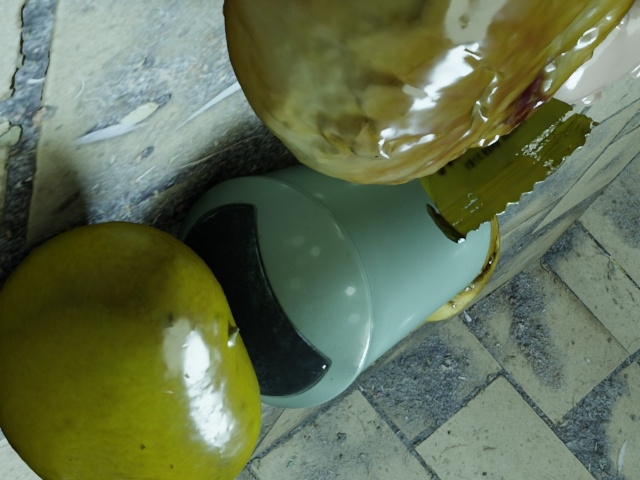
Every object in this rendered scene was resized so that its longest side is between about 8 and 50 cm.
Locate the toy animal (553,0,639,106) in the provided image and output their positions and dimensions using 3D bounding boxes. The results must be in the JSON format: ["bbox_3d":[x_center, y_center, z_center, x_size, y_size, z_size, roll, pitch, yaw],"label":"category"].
[{"bbox_3d":[0.245,-0.258,1.079,0.210,0.221,0.229,-35,133,3],"label":"toy animal"}]

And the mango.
[{"bbox_3d":[-0.197,0.137,1.078,0.220,0.301,0.445,-63,180,-32],"label":"mango"}]

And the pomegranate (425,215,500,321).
[{"bbox_3d":[0.169,0.013,1.748,0.260,0.260,0.260,-37,165,-11],"label":"pomegranate"}]

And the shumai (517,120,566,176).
[{"bbox_3d":[0.421,-0.184,2.110,0.139,0.105,0.123,-43,125,-26],"label":"shumai"}]

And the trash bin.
[{"bbox_3d":[0.019,0.025,1.331,0.432,0.280,0.280,-25,160,-53],"label":"trash bin"}]

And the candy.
[{"bbox_3d":[0.110,-0.135,1.053,0.187,0.297,0.081,-38,147,-6],"label":"candy"}]

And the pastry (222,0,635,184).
[{"bbox_3d":[0.098,-0.226,0.823,0.409,0.245,0.409,-37,167,-10],"label":"pastry"}]
